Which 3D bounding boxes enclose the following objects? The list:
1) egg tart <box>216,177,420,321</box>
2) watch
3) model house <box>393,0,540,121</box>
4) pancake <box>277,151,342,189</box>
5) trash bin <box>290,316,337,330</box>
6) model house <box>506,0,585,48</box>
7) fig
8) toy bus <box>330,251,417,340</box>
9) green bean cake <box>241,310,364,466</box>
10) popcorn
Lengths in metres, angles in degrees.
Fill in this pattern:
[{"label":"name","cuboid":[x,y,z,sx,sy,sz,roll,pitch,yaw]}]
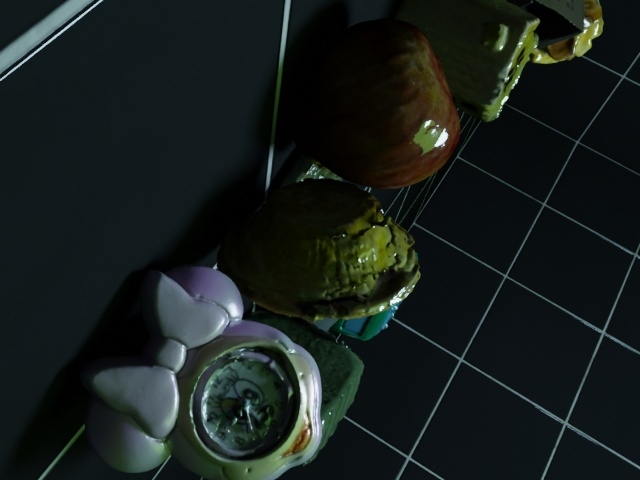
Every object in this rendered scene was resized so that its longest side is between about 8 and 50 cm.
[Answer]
[{"label":"egg tart","cuboid":[0.000,0.000,0.802,0.241,0.241,0.106,-46,146,-53]},{"label":"watch","cuboid":[-0.133,0.159,0.765,0.211,0.248,0.217,-58,-164,-15]},{"label":"model house","cuboid":[0.217,-0.308,1.048,0.174,0.193,0.234,-58,167,1]},{"label":"pancake","cuboid":[-0.020,-0.067,1.026,0.253,0.037,0.253,-56,171,-14]},{"label":"trash bin","cuboid":[0.022,0.065,1.285,0.236,0.101,0.176,-42,154,-21]},{"label":"model house","cuboid":[0.450,-0.570,1.533,0.204,0.211,0.243,-6,-104,51]},{"label":"fig","cuboid":[0.059,-0.146,0.811,0.205,0.205,0.205,-56,170,-16]},{"label":"toy bus","cuboid":[0.115,0.092,1.697,0.183,0.199,0.343,-65,170,26]},{"label":"green bean cake","cuboid":[-0.065,0.219,1.106,0.222,0.227,0.125,-44,157,-53]},{"label":"popcorn","cuboid":[0.561,-0.593,1.773,0.225,0.265,0.332,-44,-134,51]}]
